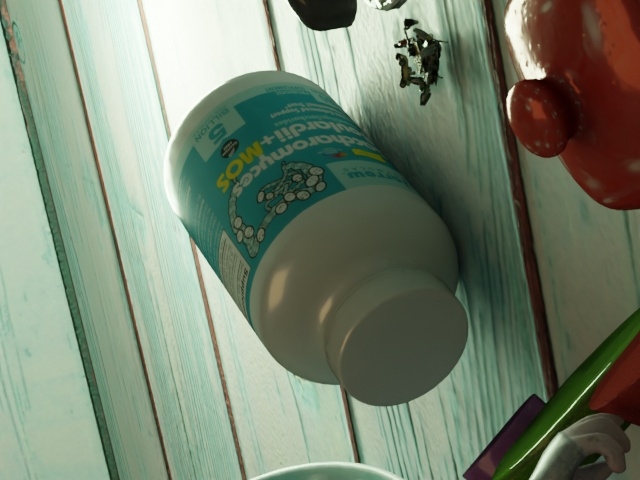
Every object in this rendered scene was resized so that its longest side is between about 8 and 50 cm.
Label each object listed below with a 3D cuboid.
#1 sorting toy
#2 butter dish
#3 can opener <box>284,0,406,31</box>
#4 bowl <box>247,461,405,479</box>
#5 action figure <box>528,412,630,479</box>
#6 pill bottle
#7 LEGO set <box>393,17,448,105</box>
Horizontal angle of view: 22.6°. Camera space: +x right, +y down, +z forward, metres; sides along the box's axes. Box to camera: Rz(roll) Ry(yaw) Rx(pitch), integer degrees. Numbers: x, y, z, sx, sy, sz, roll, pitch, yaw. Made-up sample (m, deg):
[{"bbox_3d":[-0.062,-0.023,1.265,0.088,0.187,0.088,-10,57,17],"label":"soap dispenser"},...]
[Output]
[{"bbox_3d":[0.177,0.106,0.795,0.126,0.127,0.365,41,159,5],"label":"sorting toy"},{"bbox_3d":[0.132,-0.073,0.676,0.160,0.118,0.160,63,162,0],"label":"butter dish"},{"bbox_3d":[-0.006,-0.272,0.976,0.076,0.095,0.283,175,80,-71],"label":"can opener"},{"bbox_3d":[-0.016,0.341,1.260,0.163,0.311,0.311,60,170,-29],"label":"bowl"},{"bbox_3d":[0.135,0.240,0.665,0.248,0.275,0.370,37,160,-32],"label":"action figure"},{"bbox_3d":[0.000,0.000,1.099,0.264,0.146,0.146,-129,29,-48],"label":"pill bottle"},{"bbox_3d":[0.066,-0.117,1.019,0.083,0.023,0.054,-116,19,-68],"label":"LEGO set"}]
